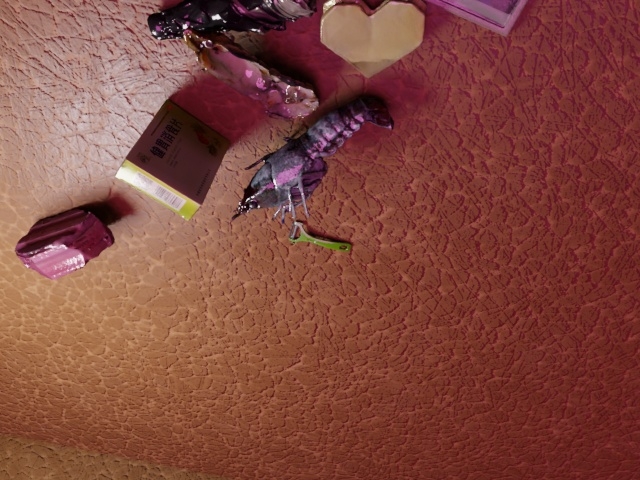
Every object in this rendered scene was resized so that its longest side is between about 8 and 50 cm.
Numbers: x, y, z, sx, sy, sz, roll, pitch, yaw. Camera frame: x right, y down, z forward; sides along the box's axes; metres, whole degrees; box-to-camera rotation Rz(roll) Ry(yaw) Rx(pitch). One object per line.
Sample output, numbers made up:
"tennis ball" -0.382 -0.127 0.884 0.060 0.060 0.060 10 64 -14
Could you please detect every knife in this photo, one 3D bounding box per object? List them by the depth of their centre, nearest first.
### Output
"knife" -0.001 0.002 1.523 0.166 0.022 0.078 18 136 -3

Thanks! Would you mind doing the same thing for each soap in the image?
"soap" -0.683 0.002 1.549 0.289 0.182 0.112 -17 129 24

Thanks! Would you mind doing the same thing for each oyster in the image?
"oyster" -0.132 -0.338 1.161 0.129 0.078 0.345 -8 158 42

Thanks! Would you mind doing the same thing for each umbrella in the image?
"umbrella" -0.176 -0.436 1.128 0.358 0.113 0.106 -4 102 21

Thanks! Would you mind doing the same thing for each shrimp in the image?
"shrimp" -0.031 -0.167 1.270 0.166 0.221 0.410 24 120 -40

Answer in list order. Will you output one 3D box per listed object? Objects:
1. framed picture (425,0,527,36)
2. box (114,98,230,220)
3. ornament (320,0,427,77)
"framed picture" 0.311 -0.523 1.013 0.209 0.019 0.281 19 131 -5
"box" -0.313 -0.181 1.265 0.175 0.260 0.062 33 128 -18
"ornament" 0.103 -0.396 1.142 0.201 0.059 0.180 4 142 6
